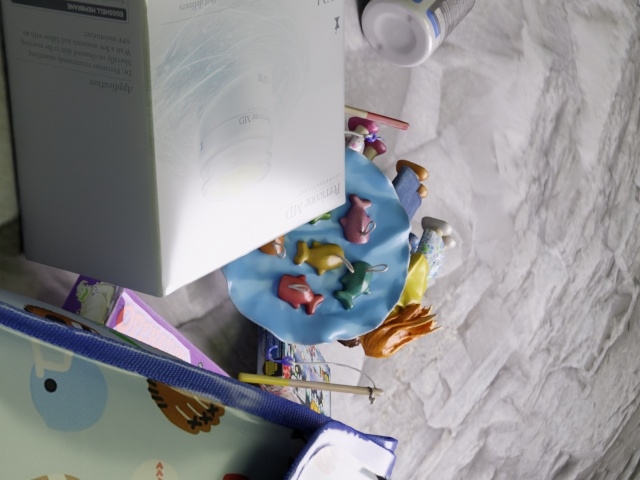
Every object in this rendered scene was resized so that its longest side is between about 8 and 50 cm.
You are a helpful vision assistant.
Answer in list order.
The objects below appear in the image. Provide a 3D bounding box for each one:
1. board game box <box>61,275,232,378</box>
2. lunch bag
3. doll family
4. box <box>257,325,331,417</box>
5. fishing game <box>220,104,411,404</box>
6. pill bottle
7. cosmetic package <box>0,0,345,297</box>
[{"bbox_3d":[-0.137,0.188,0.986,0.208,0.056,0.347,-61,150,-16],"label":"board game box"},{"bbox_3d":[-0.148,0.212,0.711,0.385,0.239,0.328,28,79,-32],"label":"lunch bag"},{"bbox_3d":[0.059,0.017,1.185,0.163,0.118,0.263,-57,144,-28],"label":"doll family"},{"bbox_3d":[-0.023,0.124,1.145,0.137,0.027,0.094,62,22,-48],"label":"box"},{"bbox_3d":[0.000,0.000,1.071,0.189,0.041,0.264,14,79,-22],"label":"fishing game"},{"bbox_3d":[0.105,-0.236,1.202,0.137,0.078,0.078,-49,139,-36],"label":"pill bottle"},{"bbox_3d":[-0.094,-0.109,0.879,0.224,0.138,0.224,-29,127,-50],"label":"cosmetic package"}]
